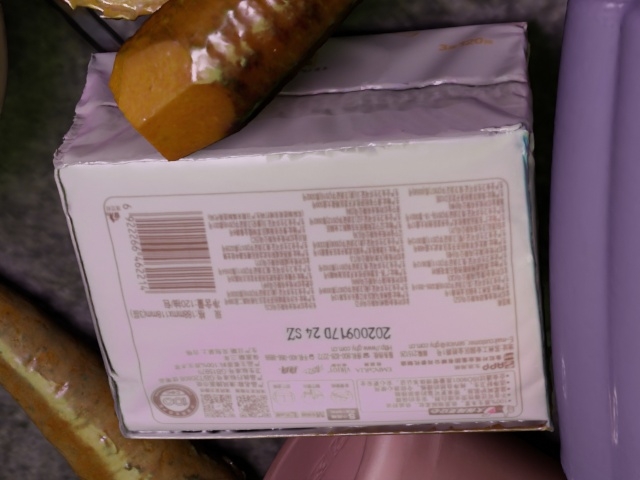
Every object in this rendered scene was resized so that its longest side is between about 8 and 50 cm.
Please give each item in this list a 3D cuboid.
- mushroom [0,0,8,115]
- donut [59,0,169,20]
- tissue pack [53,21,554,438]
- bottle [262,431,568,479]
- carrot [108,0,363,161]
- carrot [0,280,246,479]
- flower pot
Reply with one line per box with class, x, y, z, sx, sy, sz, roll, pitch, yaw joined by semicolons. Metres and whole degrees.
mushroom;-0.275;-0.082;0.760;0.246;0.202;0.246;9;125;13
donut;-0.098;-0.186;0.737;0.146;0.078;0.181;-22;126;12
tissue pack;0.000;0.000;0.832;0.225;0.124;0.185;-3;125;8
bottle;0.105;0.212;0.958;0.296;0.173;0.206;29;154;-17
carrot;0.035;-0.155;0.712;0.314;0.066;0.066;-42;114;6
carrot;-0.150;0.088;0.949;0.078;0.078;0.298;-34;111;26
flower pot;0.224;-0.016;0.734;0.265;0.265;0.243;-7;114;11
